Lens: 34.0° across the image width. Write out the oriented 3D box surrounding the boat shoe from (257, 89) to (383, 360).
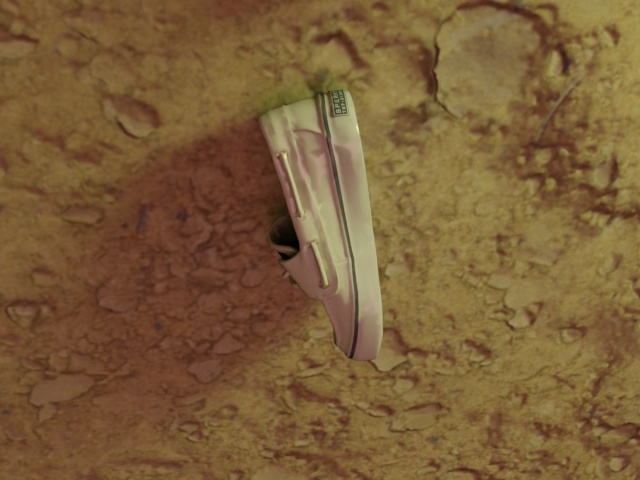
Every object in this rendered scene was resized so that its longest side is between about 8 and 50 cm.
[{"bbox_3d":[0.000,0.000,0.888,0.088,0.096,0.267,-10,131,-1],"label":"boat shoe"}]
